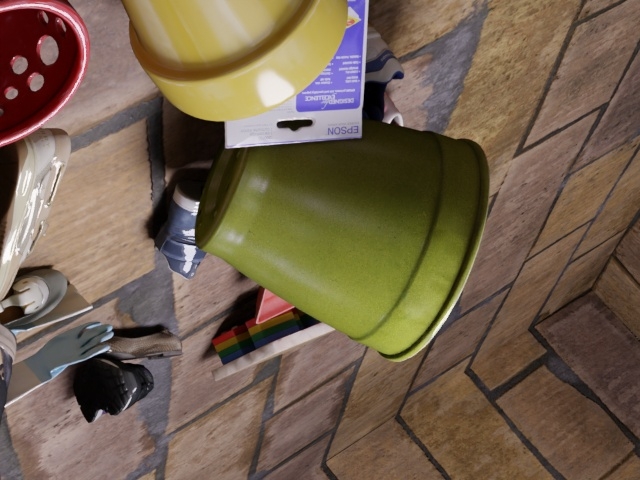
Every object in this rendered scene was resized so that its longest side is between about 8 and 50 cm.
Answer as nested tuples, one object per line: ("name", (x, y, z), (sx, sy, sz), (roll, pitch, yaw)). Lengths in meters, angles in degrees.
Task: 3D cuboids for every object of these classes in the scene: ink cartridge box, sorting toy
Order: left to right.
("sorting toy", (-0.079, 0.187, 2.250), (0.255, 0.089, 0.257), (-18, 172, -39))
("ink cartridge box", (-0.039, -0.237, 1.465), (0.206, 0.045, 0.208), (-5, 111, -19))

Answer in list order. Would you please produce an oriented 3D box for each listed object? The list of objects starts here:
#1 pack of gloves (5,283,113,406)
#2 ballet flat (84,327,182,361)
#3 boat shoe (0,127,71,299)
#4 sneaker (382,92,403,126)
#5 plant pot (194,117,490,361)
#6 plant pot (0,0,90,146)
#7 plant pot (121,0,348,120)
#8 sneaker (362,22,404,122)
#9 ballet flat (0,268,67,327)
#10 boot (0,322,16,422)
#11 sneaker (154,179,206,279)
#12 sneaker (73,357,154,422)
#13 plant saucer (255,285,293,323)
("pack of gloves", (-0.440, 0.146, 1.608), (0.232, 0.195, 0.046), (-29, 129, -25))
("ballet flat", (-0.351, 0.191, 1.982), (0.084, 0.058, 0.250), (-16, 168, 36))
("boat shoe", (-0.407, -0.024, 1.426), (0.098, 0.109, 0.302), (-14, 140, -45))
("sneaker", (0.106, -0.201, 1.935), (0.051, 0.070, 0.134), (-26, 155, -35))
("plant pot", (0.010, -0.045, 1.621), (0.353, 0.366, 0.366), (20, 127, -17))
("plant pot", (-0.353, -0.214, 1.063), (0.191, 0.174, 0.191), (-33, 157, -16))
("plant pot", (-0.126, -0.303, 1.197), (0.254, 0.254, 0.239), (-39, 142, -3))
("sneaker", (0.030, -0.205, 1.733), (0.112, 0.131, 0.296), (-22, 153, -40))
("ballet flat", (-0.465, 0.098, 1.586), (0.213, 0.072, 0.068), (-23, -175, -31))
("boot", (-0.535, 0.205, 1.340), (0.138, 0.284, 0.377), (-24, 148, 22))
("sneaker", (-0.176, -0.018, 1.793), (0.226, 0.086, 0.163), (0, 125, -44))
("sneaker", (-0.355, 0.251, 1.937), (0.124, 0.107, 0.283), (-20, 177, -29))
("plant saucer", (-0.010, 0.026, 2.043), (0.259, 0.048, 0.258), (-24, 152, -29))
